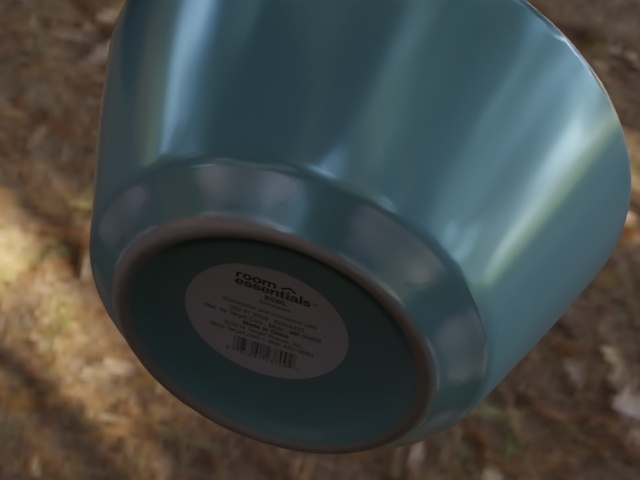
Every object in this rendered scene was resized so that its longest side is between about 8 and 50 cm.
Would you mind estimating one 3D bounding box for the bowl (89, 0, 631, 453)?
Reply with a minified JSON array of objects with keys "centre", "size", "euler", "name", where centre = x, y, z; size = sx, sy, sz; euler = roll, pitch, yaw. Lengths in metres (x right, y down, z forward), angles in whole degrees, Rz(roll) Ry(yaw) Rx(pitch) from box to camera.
[{"centre":[0.000,0.000,1.056],"size":[0.312,0.311,0.163],"euler":[18,50,5],"name":"bowl"}]
